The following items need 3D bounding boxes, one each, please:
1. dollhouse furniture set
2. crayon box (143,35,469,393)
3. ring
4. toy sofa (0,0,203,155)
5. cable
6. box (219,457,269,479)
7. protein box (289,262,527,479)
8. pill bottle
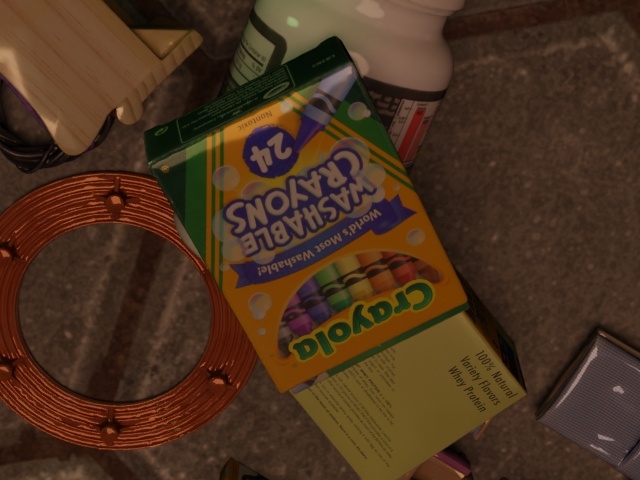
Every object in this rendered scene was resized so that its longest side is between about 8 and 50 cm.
[{"bbox_3d":[0.284,0.236,1.724,0.286,0.198,0.303,32,106,-11],"label":"dollhouse furniture set"},{"bbox_3d":[0.000,0.000,1.481,0.203,0.083,0.323,-27,117,3],"label":"crayon box"},{"bbox_3d":[-0.229,0.086,1.761,0.337,0.032,0.336,0,110,1],"label":"ring"},{"bbox_3d":[-0.301,-0.260,1.513,0.177,0.150,0.362,-46,114,-4],"label":"toy sofa"},{"bbox_3d":[-0.284,-0.158,1.671,0.151,0.047,0.184,12,105,-9],"label":"cable"},{"bbox_3d":[-0.054,0.307,1.812,0.136,0.081,0.028,30,106,-10],"label":"box"},{"bbox_3d":[0.080,0.121,1.716,0.201,0.136,0.200,-35,105,12],"label":"protein box"},{"bbox_3d":[0.008,-0.138,1.581,0.210,0.210,0.363,21,110,-7],"label":"pill bottle"}]
